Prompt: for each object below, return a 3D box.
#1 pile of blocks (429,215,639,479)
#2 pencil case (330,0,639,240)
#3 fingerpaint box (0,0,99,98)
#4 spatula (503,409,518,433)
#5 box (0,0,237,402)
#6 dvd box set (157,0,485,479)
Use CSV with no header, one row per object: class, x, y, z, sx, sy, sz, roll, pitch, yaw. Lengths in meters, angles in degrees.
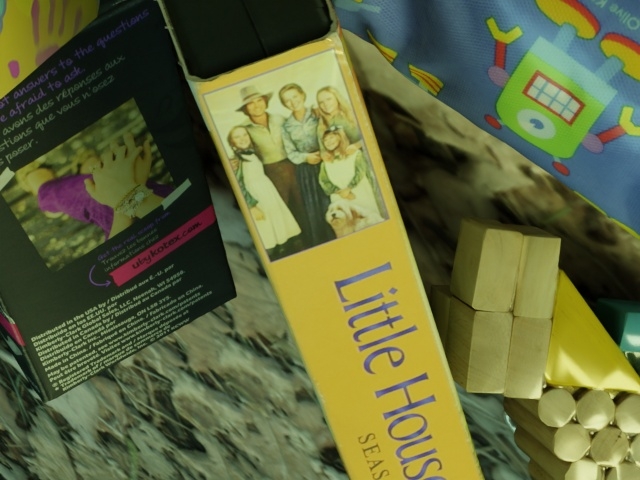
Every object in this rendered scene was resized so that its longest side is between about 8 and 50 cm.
pile of blocks,0.181,0.124,0.854,0.362,0.149,0.112,59,175,-14
pencil case,0.148,-0.061,0.619,0.306,0.119,0.133,35,150,12
fingerpaint box,-0.298,-0.291,0.634,0.371,0.163,0.444,21,135,20
spatula,0.177,0.183,0.949,0.168,0.019,0.242,-26,104,31
box,-0.165,-0.061,0.914,0.165,0.143,0.270,50,161,36
dvd box set,0.000,0.000,0.766,0.307,0.062,0.420,-113,2,-49
